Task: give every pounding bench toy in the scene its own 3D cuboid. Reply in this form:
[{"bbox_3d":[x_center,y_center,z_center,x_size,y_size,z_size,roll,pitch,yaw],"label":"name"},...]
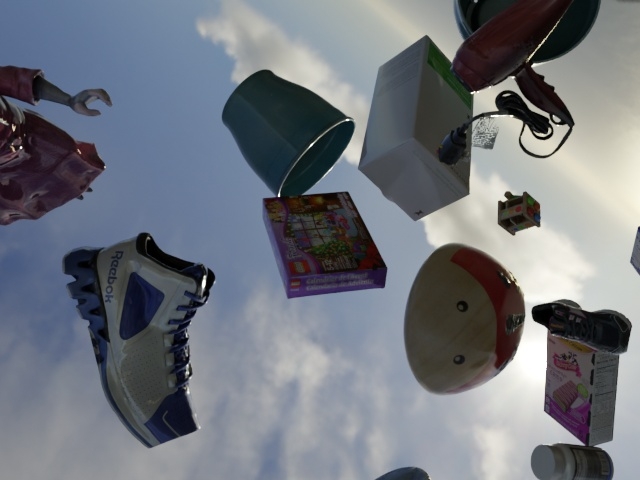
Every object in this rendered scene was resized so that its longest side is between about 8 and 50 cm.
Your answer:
[{"bbox_3d":[0.368,-0.063,1.223,0.052,0.065,0.083,31,-126,-33],"label":"pounding bench toy"}]

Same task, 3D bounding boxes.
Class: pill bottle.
[{"bbox_3d":[0.467,0.419,1.242,0.137,0.078,0.078,12,-153,-20],"label":"pill bottle"}]

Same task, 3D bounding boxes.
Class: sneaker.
[{"bbox_3d":[-0.224,0.122,0.947,0.315,0.182,0.127,65,-172,2],"label":"sneaker"},{"bbox_3d":[0.405,0.138,1.056,0.077,0.072,0.178,0,-176,-22],"label":"sneaker"}]

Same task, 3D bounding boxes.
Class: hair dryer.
[{"bbox_3d":[0.290,-0.244,0.973,0.224,0.293,0.080,-9,-133,-18],"label":"hair dryer"}]

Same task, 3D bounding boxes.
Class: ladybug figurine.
[{"bbox_3d":[0.307,0.156,1.339,0.162,0.305,0.449,2,-175,28],"label":"ladybug figurine"}]

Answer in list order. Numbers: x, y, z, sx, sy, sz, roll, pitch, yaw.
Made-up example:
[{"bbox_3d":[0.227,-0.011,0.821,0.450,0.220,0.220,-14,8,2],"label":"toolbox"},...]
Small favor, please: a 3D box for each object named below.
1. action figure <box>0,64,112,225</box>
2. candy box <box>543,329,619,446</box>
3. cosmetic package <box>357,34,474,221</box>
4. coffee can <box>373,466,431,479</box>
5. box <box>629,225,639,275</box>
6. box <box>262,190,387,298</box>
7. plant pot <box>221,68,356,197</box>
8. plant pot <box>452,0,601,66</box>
[{"bbox_3d":[-0.425,-0.153,0.855,0.276,0.248,0.370,44,167,10],"label":"action figure"},{"bbox_3d":[0.568,0.307,1.461,0.071,0.233,0.159,-9,-162,-16],"label":"candy box"},{"bbox_3d":[0.219,-0.250,1.461,0.197,0.155,0.365,38,-137,-29],"label":"cosmetic package"},{"bbox_3d":[0.171,0.546,1.089,0.275,0.201,0.201,55,-163,-6],"label":"coffee can"},{"bbox_3d":[0.775,0.016,1.482,0.137,0.126,0.072,71,-178,-48],"label":"box"},{"bbox_3d":[0.000,0.000,1.395,0.201,0.057,0.293,-6,-144,-13],"label":"box"},{"bbox_3d":[-0.097,-0.275,1.652,0.255,0.271,0.272,43,-162,12],"label":"plant pot"},{"bbox_3d":[0.413,-0.495,1.419,0.293,0.293,0.196,40,178,-1],"label":"plant pot"}]
